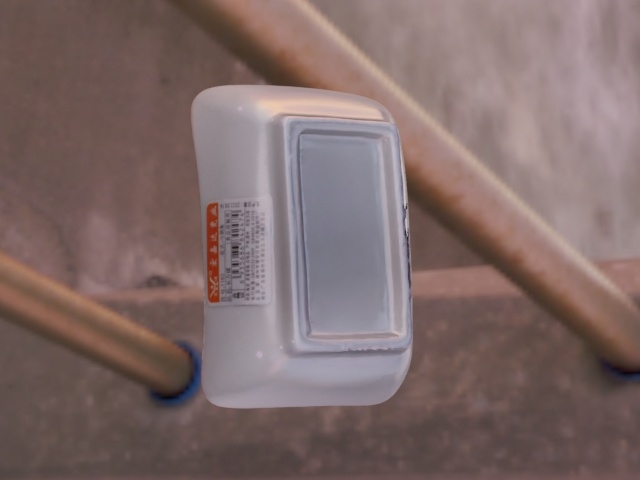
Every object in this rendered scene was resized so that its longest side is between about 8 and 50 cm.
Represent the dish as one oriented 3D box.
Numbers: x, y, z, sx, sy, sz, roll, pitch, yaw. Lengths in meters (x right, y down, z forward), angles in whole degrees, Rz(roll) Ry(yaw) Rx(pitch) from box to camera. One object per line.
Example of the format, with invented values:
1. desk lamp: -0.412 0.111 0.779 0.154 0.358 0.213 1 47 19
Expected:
1. dish: 0.000 0.000 1.074 0.151 0.077 0.212 2 81 -32
